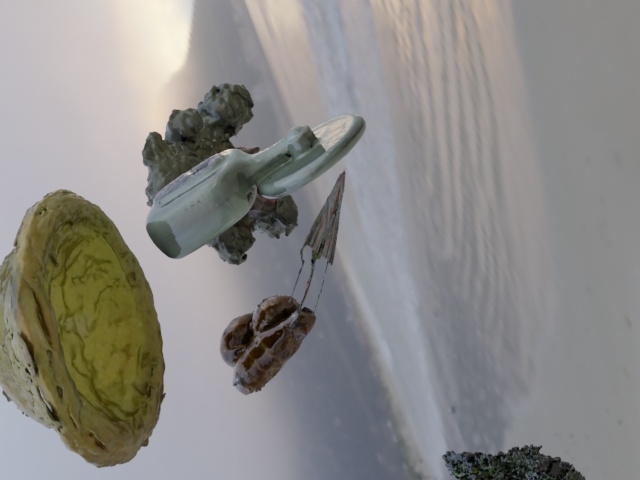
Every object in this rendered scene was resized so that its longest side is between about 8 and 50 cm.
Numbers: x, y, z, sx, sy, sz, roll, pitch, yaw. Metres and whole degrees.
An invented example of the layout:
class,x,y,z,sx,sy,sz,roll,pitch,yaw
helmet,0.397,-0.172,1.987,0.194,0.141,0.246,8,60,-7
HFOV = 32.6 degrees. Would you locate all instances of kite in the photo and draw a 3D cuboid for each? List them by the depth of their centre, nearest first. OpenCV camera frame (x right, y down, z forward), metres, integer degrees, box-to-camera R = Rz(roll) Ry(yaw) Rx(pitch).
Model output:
class,x,y,z,sx,sy,sz,roll,pitch,yaw
kite,0.000,0.000,1.119,0.183,0.010,0.160,42,-116,-78

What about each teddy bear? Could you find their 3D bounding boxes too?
class,x,y,z,sx,sy,sz,roll,pitch,yaw
teddy bear,-0.221,-0.109,2.190,0.367,0.224,0.357,-55,-54,-68

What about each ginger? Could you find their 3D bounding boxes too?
class,x,y,z,sx,sy,sz,roll,pitch,yaw
ginger,-0.076,0.137,1.564,0.103,0.162,0.073,53,-164,29

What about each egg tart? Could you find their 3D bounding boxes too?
class,x,y,z,sx,sy,sz,roll,pitch,yaw
egg tart,-0.310,0.116,1.344,0.345,0.132,0.345,-16,-90,-77

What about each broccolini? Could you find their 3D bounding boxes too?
class,x,y,z,sx,sy,sz,roll,pitch,yaw
broccolini,0.130,0.254,1.034,0.123,0.271,0.062,34,-129,-9

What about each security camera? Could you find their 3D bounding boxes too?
class,x,y,z,sx,sy,sz,roll,pitch,yaw
security camera,-0.083,-0.086,1.354,0.080,0.301,0.157,56,-164,-17
